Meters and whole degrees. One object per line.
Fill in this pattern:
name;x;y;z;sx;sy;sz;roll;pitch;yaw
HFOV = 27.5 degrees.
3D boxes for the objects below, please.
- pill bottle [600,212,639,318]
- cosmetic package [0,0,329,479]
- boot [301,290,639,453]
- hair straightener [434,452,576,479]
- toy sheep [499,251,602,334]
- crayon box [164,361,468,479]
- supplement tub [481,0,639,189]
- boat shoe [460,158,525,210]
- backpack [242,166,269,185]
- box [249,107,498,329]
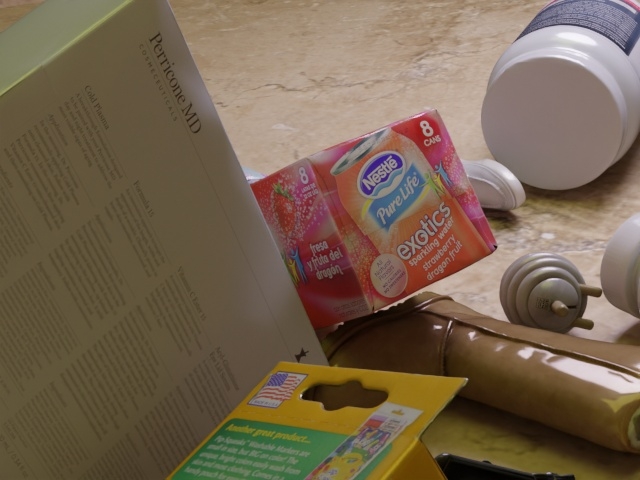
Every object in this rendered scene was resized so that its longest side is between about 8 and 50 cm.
pill bottle;0.362;0.051;1.164;0.121;0.121;0.221;-21;28;-28
cosmetic package;-0.169;0.041;0.949;0.284;0.377;0.097;-41;39;-26
boot;0.148;0.124;1.108;0.270;0.089;0.236;15;33;38
hair straightener;0.153;0.176;0.939;0.230;0.047;0.089;10;19;-40
toy sheep;0.216;0.053;1.247;0.091;0.091;0.132;-10;6;-7
crayon box;-0.050;0.214;0.822;0.203;0.083;0.323;-2;36;52
supplement tub;0.316;-0.191;1.620;0.191;0.191;0.272;4;26;23
boat shoe;0.162;-0.065;1.548;0.063;0.066;0.184;-36;37;-23
backpack;-0.117;-0.026;1.444;0.182;0.152;0.115;-13;31;-41
box;0.000;0.000;1.210;0.154;0.142;0.300;-23;1;-31
